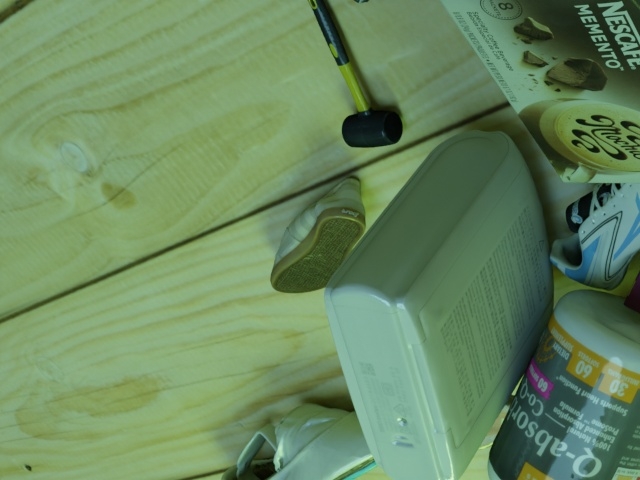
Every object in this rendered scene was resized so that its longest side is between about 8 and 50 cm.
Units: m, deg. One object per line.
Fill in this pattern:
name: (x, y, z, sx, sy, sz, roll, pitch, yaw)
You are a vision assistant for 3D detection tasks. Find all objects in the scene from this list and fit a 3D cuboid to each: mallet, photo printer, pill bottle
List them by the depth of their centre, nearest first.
photo printer: (0.135, 0.055, 1.484, 0.107, 0.307, 0.256, 7, 130, 32)
pill bottle: (0.266, 0.203, 1.506, 0.162, 0.162, 0.278, 25, 109, 14)
mallet: (0.020, -0.179, 1.560, 0.062, 0.039, 0.189, -11, 116, 45)

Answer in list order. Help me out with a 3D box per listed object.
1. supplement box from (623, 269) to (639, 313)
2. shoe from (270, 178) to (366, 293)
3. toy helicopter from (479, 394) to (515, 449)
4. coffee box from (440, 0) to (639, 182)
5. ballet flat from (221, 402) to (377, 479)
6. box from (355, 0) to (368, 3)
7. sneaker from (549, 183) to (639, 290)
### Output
supplement box: (0.343, 0.032, 1.487, 0.043, 0.083, 0.055, 27, 139, 11)
shoe: (0.000, 0.000, 1.735, 0.077, 0.058, 0.219, 12, 149, -19)
toy helicopter: (0.300, 0.195, 1.628, 0.355, 0.140, 0.234, 7, 110, 16)
coffee box: (0.242, -0.170, 1.255, 0.168, 0.118, 0.297, 2, 153, 32)
ballet flat: (-0.031, 0.296, 1.997, 0.139, 0.139, 0.400, 41, 141, -5)
box: (-0.010, -0.432, 1.217, 0.343, 0.179, 0.312, 36, 142, 1)
sneaker: (0.294, -0.033, 1.455, 0.086, 0.085, 0.237, 16, 141, -5)
